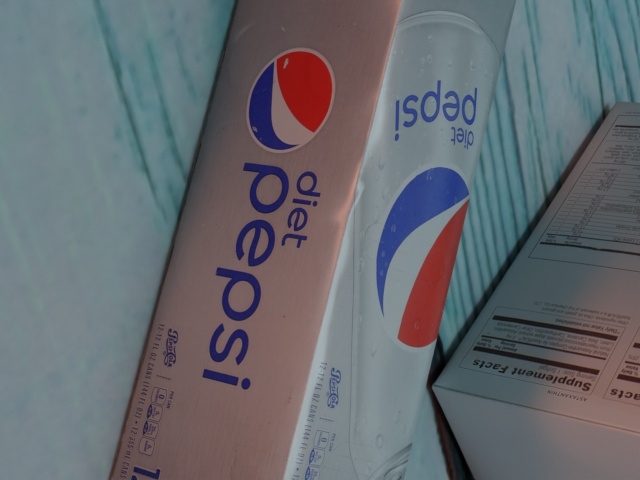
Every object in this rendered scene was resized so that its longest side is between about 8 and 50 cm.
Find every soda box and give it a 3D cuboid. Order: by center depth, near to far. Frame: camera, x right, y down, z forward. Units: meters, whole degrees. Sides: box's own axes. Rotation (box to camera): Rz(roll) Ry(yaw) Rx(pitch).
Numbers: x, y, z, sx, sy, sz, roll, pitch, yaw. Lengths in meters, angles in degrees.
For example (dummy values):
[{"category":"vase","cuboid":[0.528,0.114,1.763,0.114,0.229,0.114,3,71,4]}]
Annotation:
[{"category":"soda box","cuboid":[0.000,0.000,0.616,0.091,0.098,0.286,22,79,-51]}]

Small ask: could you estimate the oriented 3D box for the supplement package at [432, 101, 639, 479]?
[{"category":"supplement package","cuboid":[0.238,0.076,0.847,0.263,0.198,0.199,-53,134,-31]}]
